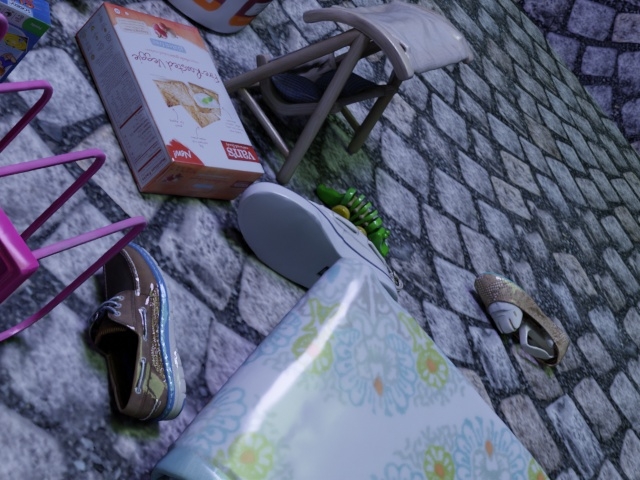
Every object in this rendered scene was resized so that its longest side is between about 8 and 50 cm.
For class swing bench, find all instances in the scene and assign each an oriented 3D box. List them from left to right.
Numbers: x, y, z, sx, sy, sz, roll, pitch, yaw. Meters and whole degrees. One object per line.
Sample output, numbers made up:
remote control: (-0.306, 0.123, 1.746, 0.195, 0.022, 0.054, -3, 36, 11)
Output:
swing bench: (0.042, -0.235, 1.383, 0.165, 0.255, 0.253, 55, 30, 5)

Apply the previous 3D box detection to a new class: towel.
towel: (0.056, 0.247, 0.972, 0.374, 0.090, 0.320, 49, 48, -8)

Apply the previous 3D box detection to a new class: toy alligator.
toy alligator: (0.070, -0.014, 1.389, 0.189, 0.051, 0.056, 50, 30, -4)

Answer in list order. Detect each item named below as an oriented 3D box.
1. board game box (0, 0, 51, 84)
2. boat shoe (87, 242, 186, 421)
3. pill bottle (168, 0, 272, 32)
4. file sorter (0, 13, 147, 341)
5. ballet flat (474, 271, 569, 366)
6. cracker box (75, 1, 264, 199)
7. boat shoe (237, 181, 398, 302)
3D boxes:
board game box: (-0.369, -0.204, 0.899, 0.201, 0.136, 0.035, 20, 42, -42)
boat shoe: (-0.178, 0.080, 0.931, 0.066, 0.066, 0.183, 10, 50, -48)
pill bottle: (-0.063, -0.494, 1.376, 0.224, 0.392, 0.224, 35, 34, -28)
file sorter: (-0.306, -0.063, 0.772, 0.290, 0.202, 0.182, 55, 28, 4)
ballet flat: (0.320, 0.131, 1.571, 0.206, 0.073, 0.067, 37, 47, -18)
cracker box: (-0.179, -0.164, 1.189, 0.156, 0.067, 0.232, 2, 57, -53)
boat shoe: (0.000, 0.000, 1.238, 0.267, 0.096, 0.088, 34, 30, -31)
